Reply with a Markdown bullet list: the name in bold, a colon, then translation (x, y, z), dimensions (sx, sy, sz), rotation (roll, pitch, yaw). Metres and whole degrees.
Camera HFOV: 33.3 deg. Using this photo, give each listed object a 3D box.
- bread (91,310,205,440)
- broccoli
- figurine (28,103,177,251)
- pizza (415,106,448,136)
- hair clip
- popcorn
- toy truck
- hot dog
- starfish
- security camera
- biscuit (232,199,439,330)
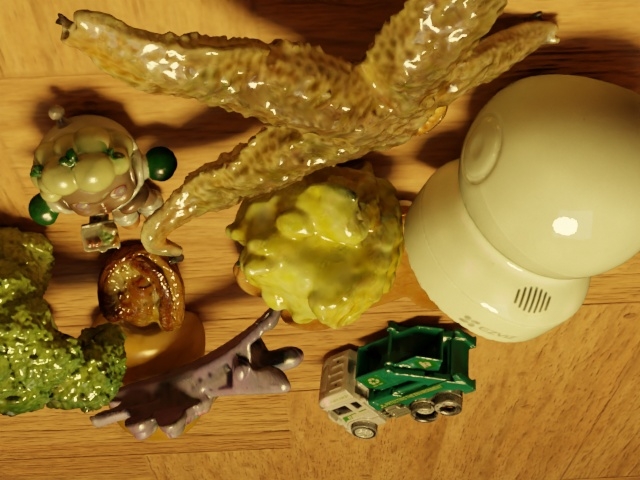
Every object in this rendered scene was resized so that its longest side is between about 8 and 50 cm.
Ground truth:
- **bread**: translation (-0.219, 0.182, 1.406), dimensions (0.142, 0.091, 0.305), rotation (4, 149, -2)
- **broccoli**: translation (-0.318, 0.080, 1.149), dimensions (0.254, 0.186, 0.302), rotation (22, -175, 30)
- **figurine**: translation (-0.199, -0.050, 0.994), dimensions (0.147, 0.093, 0.197), rotation (-21, 150, 6)
- **pizza**: translation (0.097, -0.120, 0.977), dimensions (0.037, 0.016, 0.083), rotation (2, 153, -12)
- **hair clip**: translation (-0.137, 0.168, 1.225), dimensions (0.278, 0.137, 0.090), rotation (-30, 104, 23)
- **popcorn**: translation (-0.005, 0.001, 1.031), dimensions (0.173, 0.173, 0.142), rotation (15, -174, -29)
- **toy truck**: translation (0.094, 0.174, 1.408), dimensions (0.216, 0.110, 0.116), rotation (-25, 131, 34)
- **hot dog**: translation (-0.199, 0.060, 1.216), dimensions (0.099, 0.065, 0.147), rotation (10, 151, -3)
- **starfish**: translation (-0.014, -0.117, 0.826), dimensions (0.432, 0.082, 0.324), rotation (-21, 158, 14)
- **security camera**: translation (0.205, -0.040, 0.959), dimensions (0.195, 0.194, 0.236), rotation (11, 142, -22)
- **biscuit**: translation (0.089, 0.020, 1.191), dimensions (0.340, 0.047, 0.216), rotation (-17, 150, 19)
